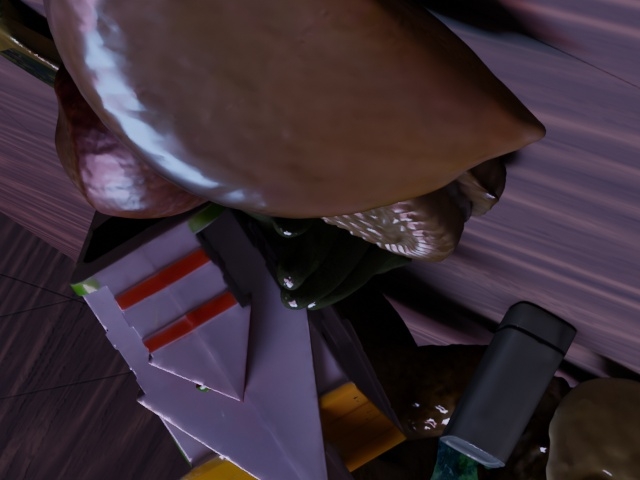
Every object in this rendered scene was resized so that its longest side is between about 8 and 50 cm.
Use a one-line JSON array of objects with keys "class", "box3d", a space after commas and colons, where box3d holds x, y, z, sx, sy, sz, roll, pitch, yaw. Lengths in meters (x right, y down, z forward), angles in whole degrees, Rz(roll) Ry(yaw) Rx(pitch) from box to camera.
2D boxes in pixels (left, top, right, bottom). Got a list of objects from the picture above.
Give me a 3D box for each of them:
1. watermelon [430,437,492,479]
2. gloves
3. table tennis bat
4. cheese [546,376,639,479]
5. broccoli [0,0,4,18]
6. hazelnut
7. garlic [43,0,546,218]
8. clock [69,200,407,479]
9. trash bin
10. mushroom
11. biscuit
[{"class": "watermelon", "box3d": [0.214, 0.286, 2.179, 0.319, 0.222, 0.292, 31, 176, -4]}, {"class": "gloves", "box3d": [0.006, -0.013, 1.484, 0.135, 0.107, 0.268, 25, -172, 7]}, {"class": "table tennis bat", "box3d": [-0.260, -0.175, 1.658, 0.198, 0.050, 0.321, 29, 176, 17]}, {"class": "cheese", "box3d": [0.319, 0.337, 1.653, 0.384, 0.384, 0.104, 28, 167, 14]}, {"class": "broccoli", "box3d": [-0.367, -0.179, 1.149, 0.413, 0.321, 0.310, 21, 139, 57]}, {"class": "hazelnut", "box3d": [-0.120, -0.083, 1.414, 0.143, 0.143, 0.154, 26, 153, 25]}, {"class": "garlic", "box3d": [-0.035, -0.138, 0.907, 0.196, 0.151, 0.338, -6, 146, 26]}, {"class": "clock", "box3d": [-0.061, 0.099, 1.589, 0.309, 0.166, 0.235, 57, -171, -14]}, {"class": "trash bin", "box3d": [0.161, 0.126, 1.680, 0.059, 0.130, 0.116, 29, 171, 2]}, {"class": "mushroom", "box3d": [0.032, 0.147, 1.852, 0.356, 0.331, 0.334, -21, 102, 45]}, {"class": "biscuit", "box3d": [0.000, -0.072, 1.237, 0.259, 0.079, 0.259, 31, 172, 5]}]
